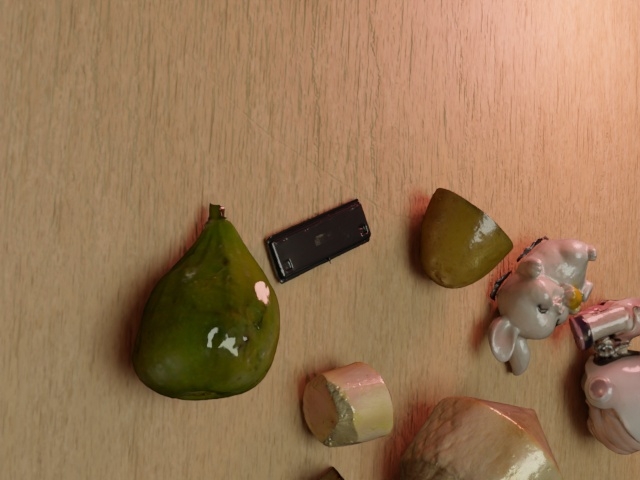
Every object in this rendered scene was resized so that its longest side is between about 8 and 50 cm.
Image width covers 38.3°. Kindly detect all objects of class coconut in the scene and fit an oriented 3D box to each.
[{"bbox_3d":[0.319,0.438,1.753,0.328,0.328,0.329,2,87,-38],"label":"coconut"},{"bbox_3d":[0.059,0.293,1.648,0.152,0.147,0.147,-7,93,-37],"label":"coconut"}]

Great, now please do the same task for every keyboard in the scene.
[{"bbox_3d":[0.000,0.000,1.688,0.230,0.025,0.094,-24,101,-36],"label":"keyboard"}]

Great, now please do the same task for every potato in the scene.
[{"bbox_3d":[0.265,0.015,1.820,0.158,0.178,0.203,-51,143,-11],"label":"potato"}]

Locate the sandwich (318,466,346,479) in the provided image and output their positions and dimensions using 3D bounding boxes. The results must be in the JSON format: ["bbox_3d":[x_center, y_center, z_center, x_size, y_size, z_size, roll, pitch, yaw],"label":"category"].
[{"bbox_3d":[0.066,0.502,1.647,0.058,0.162,0.193,-35,89,-7],"label":"sandwich"}]

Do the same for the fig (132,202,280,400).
[{"bbox_3d":[-0.160,0.101,1.431,0.233,0.233,0.314,25,82,-34],"label":"fig"}]

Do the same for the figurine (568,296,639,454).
[{"bbox_3d":[0.693,0.310,2.097,0.253,0.211,0.362,-11,94,-38],"label":"figurine"}]

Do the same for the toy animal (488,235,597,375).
[{"bbox_3d":[0.469,0.127,1.976,0.325,0.154,0.208,-55,143,-2],"label":"toy animal"}]
